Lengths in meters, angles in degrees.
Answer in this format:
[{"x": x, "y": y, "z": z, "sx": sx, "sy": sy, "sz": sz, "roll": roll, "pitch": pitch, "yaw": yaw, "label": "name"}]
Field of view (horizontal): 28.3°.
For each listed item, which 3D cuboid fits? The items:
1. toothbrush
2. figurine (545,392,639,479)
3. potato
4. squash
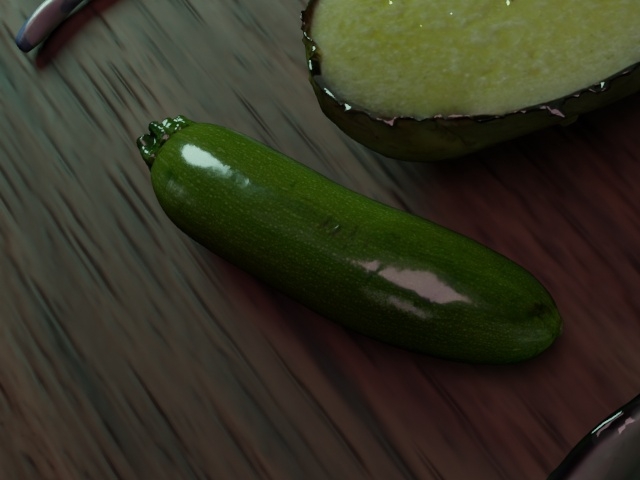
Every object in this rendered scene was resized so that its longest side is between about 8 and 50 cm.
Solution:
[{"x": -0.080, "y": -0.203, "z": 0.779, "sx": 0.269, "sy": 0.021, "sz": 0.027, "roll": -38, "pitch": 50, "yaw": -2, "label": "toothbrush"}, {"x": 0.233, "y": 0.186, "z": 0.402, "sx": 0.324, "sy": 0.231, "sz": 0.340, "roll": -18, "pitch": 53, "yaw": -29, "label": "figurine"}, {"x": 0.094, "y": -0.102, "z": 0.654, "sx": 0.200, "sy": 0.081, "sz": 0.164, "roll": -17, "pitch": 56, "yaw": 6, "label": "potato"}, {"x": 0.000, "y": 0.000, "z": 0.645, "sx": 0.258, "sy": 0.069, "sz": 0.069, "roll": 25, "pitch": 77, "yaw": 25, "label": "squash"}]
